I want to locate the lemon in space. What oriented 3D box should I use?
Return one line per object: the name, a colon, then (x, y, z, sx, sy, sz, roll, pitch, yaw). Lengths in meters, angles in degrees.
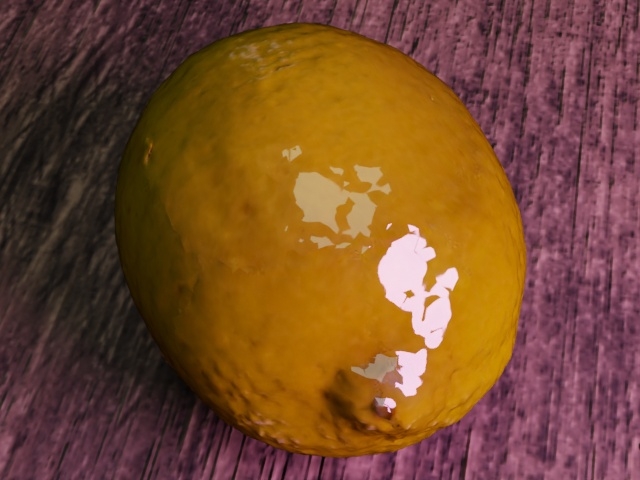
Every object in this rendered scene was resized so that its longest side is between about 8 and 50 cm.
lemon: (-0.002, -0.003, 0.691, 0.236, 0.236, 0.263, -7, 71, -4)
